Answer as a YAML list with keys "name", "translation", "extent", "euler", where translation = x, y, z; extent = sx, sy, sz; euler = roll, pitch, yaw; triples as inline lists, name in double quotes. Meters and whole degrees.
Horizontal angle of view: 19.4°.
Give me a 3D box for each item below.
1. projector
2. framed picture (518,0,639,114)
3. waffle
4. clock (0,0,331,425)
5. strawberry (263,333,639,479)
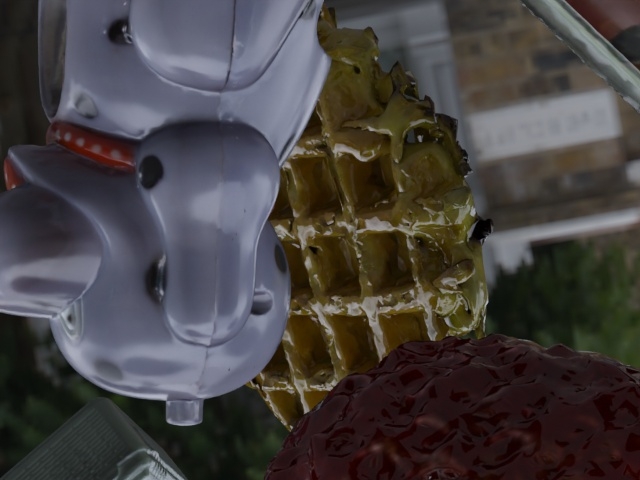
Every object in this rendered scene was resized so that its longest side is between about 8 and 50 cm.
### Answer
- name: "projector"
  translation: [-0.249, 0.288, 1.794]
  extent: [0.256, 0.099, 0.192]
  euler: [-41, 154, -5]
- name: "framed picture"
  translation: [0.148, -0.021, 0.504]
  extent: [0.016, 0.273, 0.216]
  euler: [-50, -169, -7]
- name: "waffle"
  translation: [0.000, 0.000, 1.458]
  extent: [0.095, 0.380, 0.382]
  euler: [-17, -133, -32]
- name: "clock"
  translation: [-0.078, -0.038, 0.919]
  extent: [0.189, 0.254, 0.189]
  euler: [6, 178, 0]
- name: "strawberry"
  translation: [0.122, 0.172, 1.102]
  extent: [0.310, 0.292, 0.292]
  euler: [-44, -178, 7]
